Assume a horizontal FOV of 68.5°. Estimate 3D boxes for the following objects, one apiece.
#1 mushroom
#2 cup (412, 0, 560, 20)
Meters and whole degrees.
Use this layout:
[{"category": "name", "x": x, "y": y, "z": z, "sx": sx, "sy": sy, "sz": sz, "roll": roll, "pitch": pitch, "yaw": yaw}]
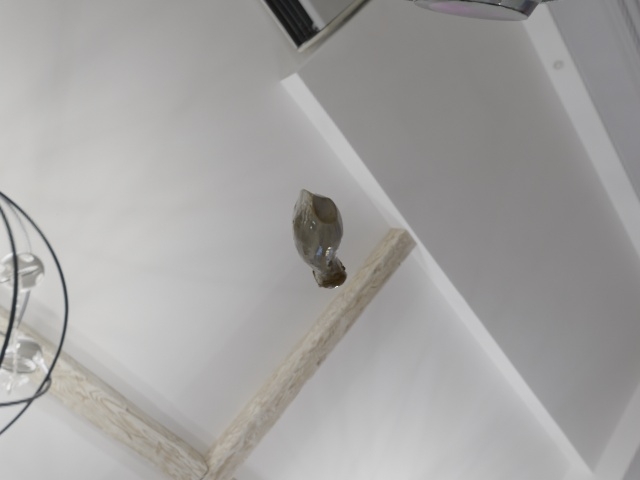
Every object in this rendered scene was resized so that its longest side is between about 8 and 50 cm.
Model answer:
[{"category": "mushroom", "x": 0.001, "y": -0.001, "z": 0.836, "sx": 0.088, "sy": 0.097, "sz": 0.212, "roll": -49, "pitch": -38, "yaw": -37}, {"category": "cup", "x": 0.233, "y": -0.510, "z": 0.647, "sx": 0.253, "sy": 0.253, "sz": 0.371, "roll": -12, "pitch": -63, "yaw": -28}]
